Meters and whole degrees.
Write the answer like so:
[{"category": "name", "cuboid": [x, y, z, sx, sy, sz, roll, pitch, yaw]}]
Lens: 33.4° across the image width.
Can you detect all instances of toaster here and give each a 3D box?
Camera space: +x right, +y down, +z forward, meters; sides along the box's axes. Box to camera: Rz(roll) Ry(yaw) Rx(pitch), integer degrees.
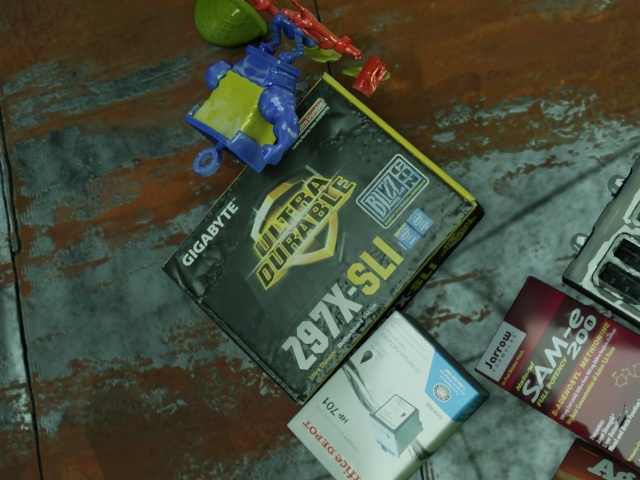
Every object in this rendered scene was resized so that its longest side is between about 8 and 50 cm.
[{"category": "toaster", "cuboid": [0.375, 0.019, 1.159, 0.186, 0.110, 0.168, 34, 94, 19]}]

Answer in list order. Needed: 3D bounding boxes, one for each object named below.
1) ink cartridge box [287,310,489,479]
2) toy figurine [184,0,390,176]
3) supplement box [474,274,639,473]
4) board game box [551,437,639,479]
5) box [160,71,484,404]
[{"category": "ink cartridge box", "cuboid": [0.079, 0.198, 1.244, 0.190, 0.082, 0.139, -47, 72, 5]}, {"category": "toy figurine", "cuboid": [-0.116, -0.187, 1.259, 0.363, 0.191, 0.217, 33, 94, 44]}, {"category": "supplement box", "cuboid": [0.306, 0.153, 1.171, 0.239, 0.073, 0.130, 30, 91, 25]}, {"category": "board game box", "cuboid": [0.371, 0.311, 1.103, 0.281, 0.145, 0.027, 24, 120, 20]}, {"category": "box", "cuboid": [0.000, 0.000, 1.303, 0.257, 0.079, 0.322, 43, 96, 17]}]
